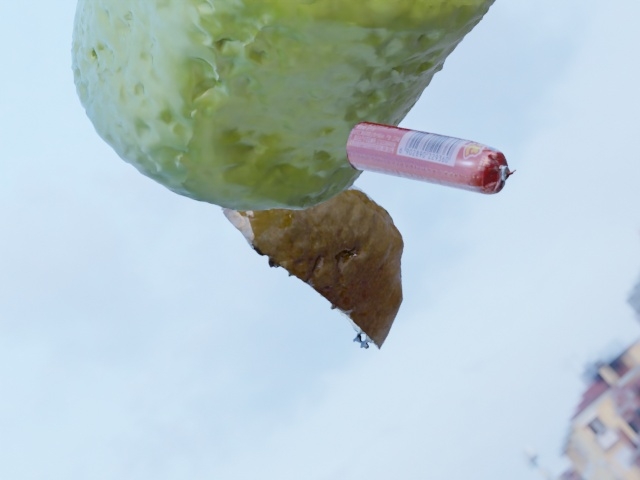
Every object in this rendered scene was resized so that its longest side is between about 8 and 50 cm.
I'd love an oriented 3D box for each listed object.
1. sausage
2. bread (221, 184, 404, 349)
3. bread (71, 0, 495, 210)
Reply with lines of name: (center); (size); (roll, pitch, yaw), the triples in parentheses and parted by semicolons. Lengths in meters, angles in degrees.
sausage: (0.073, -0.052, 1.045); (0.034, 0.129, 0.034); (-13, -72, -43)
bread: (0.010, -0.003, 1.824); (0.134, 0.129, 0.260); (-45, -58, 0)
bread: (-0.038, -0.211, 1.402); (0.348, 0.348, 0.308); (-24, -32, -44)
